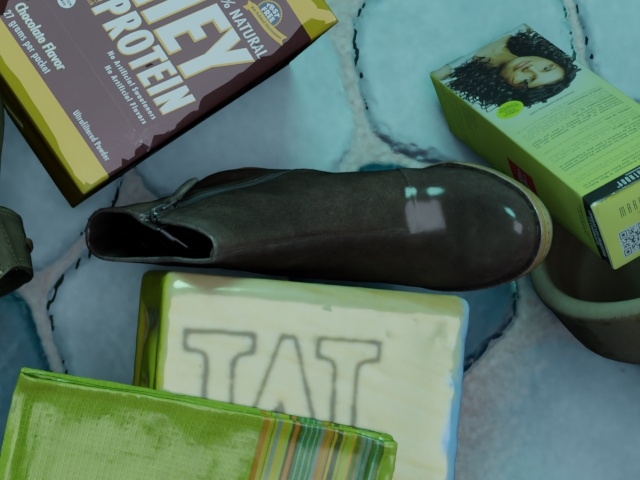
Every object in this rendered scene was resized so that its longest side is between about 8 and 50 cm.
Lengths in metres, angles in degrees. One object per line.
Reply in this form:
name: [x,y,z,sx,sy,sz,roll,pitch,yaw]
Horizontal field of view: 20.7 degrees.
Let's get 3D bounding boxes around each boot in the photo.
boot: [0.000,0.000,1.129,0.207,0.248,0.090,-13,106,-52]

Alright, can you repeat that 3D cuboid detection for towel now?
towel: [-0.076,0.147,1.061,0.237,0.021,0.102,12,87,-10]

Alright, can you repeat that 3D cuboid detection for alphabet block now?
alphabet block: [-0.025,0.122,1.177,0.197,0.192,0.193,5,87,-11]

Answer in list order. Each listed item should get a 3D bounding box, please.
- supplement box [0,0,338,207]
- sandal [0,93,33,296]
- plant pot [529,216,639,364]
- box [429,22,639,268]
supplement box: [-0.117,-0.131,1.160,0.194,0.191,0.129,-35,94,-9]
sandal: [-0.226,0.024,1.131,0.086,0.120,0.303,20,124,22]
plant pot: [0.314,0.033,1.225,0.263,0.263,0.229,-43,114,-8]
box: [0.166,-0.070,1.191,0.087,0.232,0.058,-29,126,-10]
